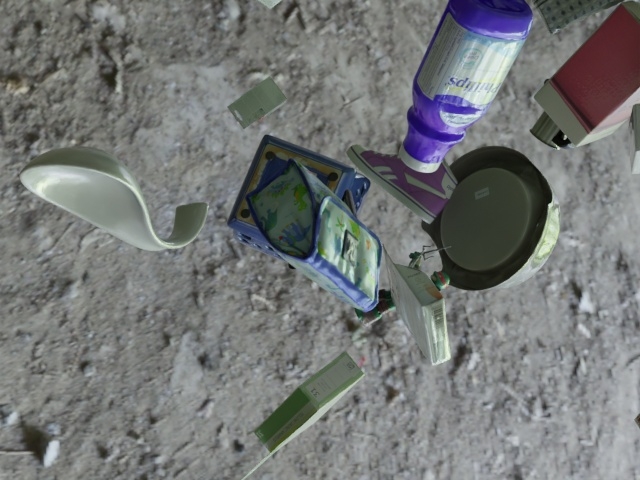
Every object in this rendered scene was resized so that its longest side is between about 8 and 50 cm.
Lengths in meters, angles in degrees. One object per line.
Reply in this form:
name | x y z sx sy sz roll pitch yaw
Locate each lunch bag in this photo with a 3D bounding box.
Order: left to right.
lunch bag | 0.000 0.000 0.935 0.129 0.096 0.151 39 18 -42

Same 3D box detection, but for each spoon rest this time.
spoon rest | -0.246 -0.045 1.045 0.276 0.137 0.084 25 62 -55

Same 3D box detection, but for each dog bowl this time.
dog bowl | 0.403 -0.043 1.963 0.102 0.349 0.348 20 63 -43

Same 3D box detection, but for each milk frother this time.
milk frother | 0.518 -0.283 1.857 0.143 0.134 0.129 23 26 -15

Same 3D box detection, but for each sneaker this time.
sneaker | 0.204 -0.182 2.002 0.282 0.161 0.102 38 11 20

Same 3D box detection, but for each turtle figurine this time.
turtle figurine | 0.186 0.098 1.781 0.118 0.234 0.175 62 11 -1

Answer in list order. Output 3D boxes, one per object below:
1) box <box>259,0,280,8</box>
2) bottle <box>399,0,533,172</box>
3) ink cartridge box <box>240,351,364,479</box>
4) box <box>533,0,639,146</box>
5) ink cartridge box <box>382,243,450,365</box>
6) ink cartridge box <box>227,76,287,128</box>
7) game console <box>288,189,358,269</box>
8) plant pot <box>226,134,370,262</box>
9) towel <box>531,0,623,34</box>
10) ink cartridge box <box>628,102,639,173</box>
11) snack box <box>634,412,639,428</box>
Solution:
box | -0.141 -0.542 1.331 0.231 0.127 0.261 12 50 -59
bottle | 0.192 -0.221 1.188 0.118 0.282 0.092 2 45 -23
ink cartridge box | -0.053 0.280 1.282 0.235 0.171 0.056 -28 73 -44
box | 0.516 -0.292 1.456 0.149 0.232 0.126 -21 69 -42
ink cartridge box | 0.162 0.102 1.415 0.179 0.045 0.145 -115 -171 -52
ink cartridge box | -0.134 -0.286 1.759 0.115 0.029 0.063 -37 91 -12
game console | 0.002 -0.018 1.237 0.071 0.107 0.122 17 23 -11
plant pot | -0.048 -0.077 1.711 0.236 0.212 0.235 22 85 8
towel | 0.438 -0.536 1.377 0.324 0.056 0.312 -28 91 -11
ink cartridge box | 0.608 -0.166 1.350 0.148 0.203 0.085 31 59 -69
snack box | 0.724 0.339 1.741 0.022 0.178 0.064 13 33 -21
